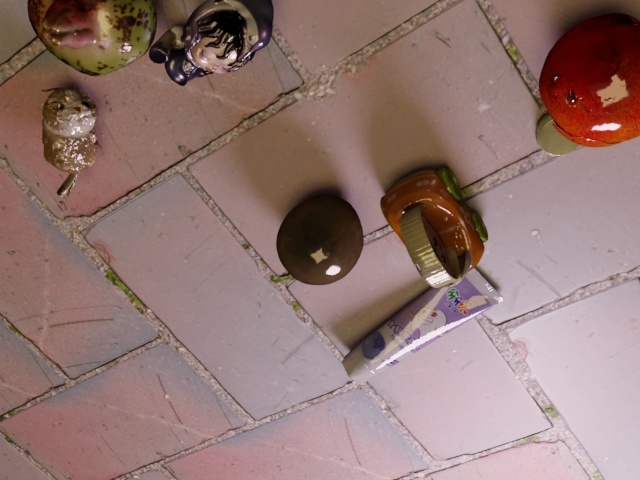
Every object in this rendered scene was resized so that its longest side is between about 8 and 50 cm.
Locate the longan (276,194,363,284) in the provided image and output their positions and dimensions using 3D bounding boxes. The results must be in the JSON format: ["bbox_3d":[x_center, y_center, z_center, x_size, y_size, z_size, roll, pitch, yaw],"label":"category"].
[{"bbox_3d":[0.000,0.000,1.549,0.167,0.167,0.187,24,104,-7],"label":"longan"}]

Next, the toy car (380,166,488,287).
[{"bbox_3d":[0.210,0.001,1.469,0.145,0.235,0.235,-25,116,25],"label":"toy car"}]

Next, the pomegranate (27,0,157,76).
[{"bbox_3d":[-0.393,-0.369,1.307,0.214,0.248,0.214,7,120,11],"label":"pomegranate"}]

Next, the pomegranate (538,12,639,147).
[{"bbox_3d":[0.462,-0.248,1.265,0.235,0.210,0.210,16,133,-42],"label":"pomegranate"}]

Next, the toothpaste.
[{"bbox_3d":[0.205,0.182,1.695,0.371,0.080,0.125,-38,107,22],"label":"toothpaste"}]

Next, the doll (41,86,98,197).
[{"bbox_3d":[-0.481,-0.191,1.530,0.115,0.105,0.221,33,133,34],"label":"doll"}]

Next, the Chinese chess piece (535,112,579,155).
[{"bbox_3d":[0.426,-0.192,1.409,0.084,0.034,0.084,4,124,5],"label":"Chinese chess piece"}]

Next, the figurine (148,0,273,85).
[{"bbox_3d":[-0.172,-0.355,1.361,0.222,0.145,0.145,-13,122,30],"label":"figurine"}]
